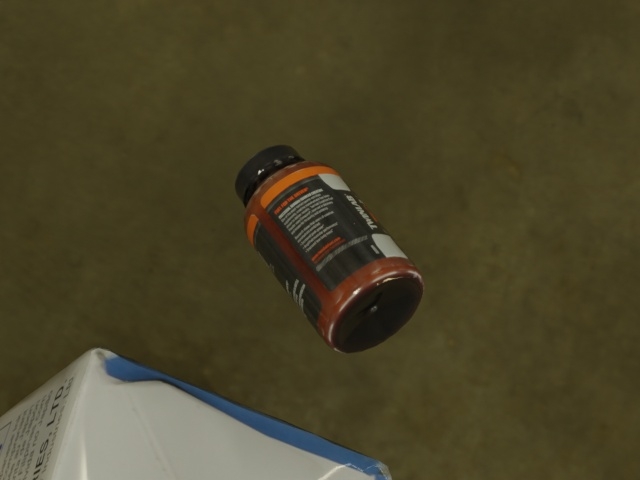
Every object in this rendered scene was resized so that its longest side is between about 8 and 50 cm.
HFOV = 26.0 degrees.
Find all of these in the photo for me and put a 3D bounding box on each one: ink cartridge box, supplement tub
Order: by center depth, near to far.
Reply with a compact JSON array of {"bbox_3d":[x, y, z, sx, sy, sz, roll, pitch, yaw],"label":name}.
[{"bbox_3d":[-0.155,0.244,0.605,0.151,0.395,0.270,29,53,-24],"label":"ink cartridge box"},{"bbox_3d":[0.000,0.000,1.242,0.106,0.198,0.106,-25,145,-19],"label":"supplement tub"}]
